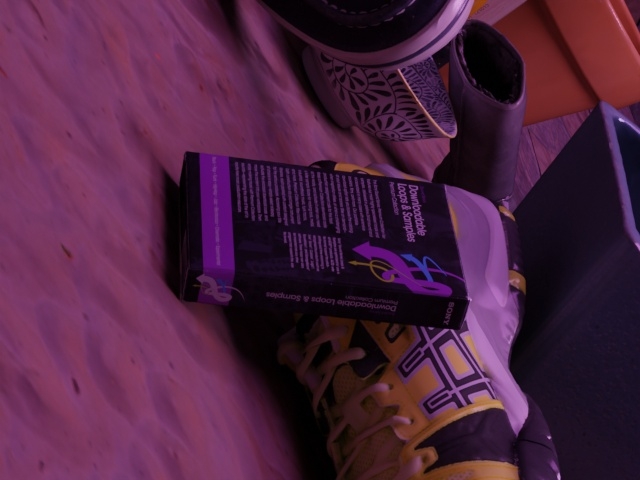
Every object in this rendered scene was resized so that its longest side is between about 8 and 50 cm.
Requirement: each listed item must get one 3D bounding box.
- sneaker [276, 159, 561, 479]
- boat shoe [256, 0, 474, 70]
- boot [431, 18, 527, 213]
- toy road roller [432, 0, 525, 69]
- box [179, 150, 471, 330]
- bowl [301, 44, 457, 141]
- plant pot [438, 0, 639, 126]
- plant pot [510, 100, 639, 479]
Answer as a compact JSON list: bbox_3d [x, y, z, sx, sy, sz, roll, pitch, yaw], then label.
[{"bbox_3d":[0.042,0.104,1.186,0.147,0.145,0.384,21,35,-22],"label":"sneaker"},{"bbox_3d":[-0.057,-0.337,1.478,0.500,0.187,0.156,60,16,18],"label":"boat shoe"},{"bbox_3d":[0.154,-0.060,1.709,0.189,0.076,0.208,58,-26,27],"label":"boot"},{"bbox_3d":[0.088,-0.346,1.940,0.241,0.202,0.329,26,38,-48],"label":"toy road roller"},{"bbox_3d":[0.000,0.000,1.151,0.116,0.162,0.029,-96,-165,-54],"label":"box"},{"bbox_3d":[0.037,-0.141,1.625,0.170,0.080,0.170,54,17,-26],"label":"bowl"},{"bbox_3d":[0.212,-0.244,2.136,0.291,0.203,0.291,56,16,-25],"label":"plant pot"},{"bbox_3d":[0.207,0.103,1.386,0.248,0.252,0.247,38,22,-14],"label":"plant pot"}]
